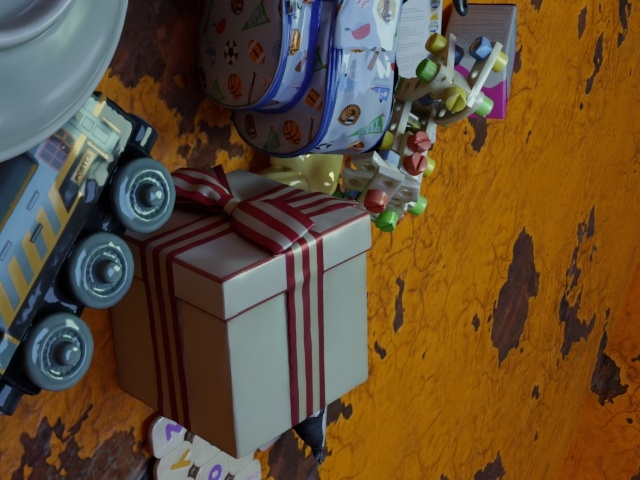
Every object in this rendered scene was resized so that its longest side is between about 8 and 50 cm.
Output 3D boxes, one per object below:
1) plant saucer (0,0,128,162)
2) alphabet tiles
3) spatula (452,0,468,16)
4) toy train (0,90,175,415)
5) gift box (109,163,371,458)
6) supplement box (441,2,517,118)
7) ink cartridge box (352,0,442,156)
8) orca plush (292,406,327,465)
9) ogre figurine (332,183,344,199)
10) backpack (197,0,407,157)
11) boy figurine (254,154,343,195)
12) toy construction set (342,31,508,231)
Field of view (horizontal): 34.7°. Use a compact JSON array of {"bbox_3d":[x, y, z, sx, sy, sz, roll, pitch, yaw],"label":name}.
[{"bbox_3d":[-0.296,-0.253,0.803,0.400,0.100,0.401,-3,95,-45],"label":"plant saucer"},{"bbox_3d":[-0.137,0.256,1.402,0.278,0.021,0.284,-33,127,-49],"label":"alphabet tiles"},{"bbox_3d":[0.171,-0.484,1.562,0.084,0.030,0.297,-29,99,-50],"label":"spatula"},{"bbox_3d":[-0.278,-0.004,0.988,0.190,0.142,0.334,42,66,-42],"label":"toy train"},{"bbox_3d":[-0.090,0.049,1.194,0.276,0.255,0.258,-30,127,-43],"label":"gift box"},{"bbox_3d":[0.264,-0.302,1.705,0.220,0.113,0.111,-70,159,-53],"label":"supplement box"},{"bbox_3d":[0.122,-0.291,1.592,0.185,0.065,0.311,-23,121,-53],"label":"ink cartridge box"},{"bbox_3d":[-0.038,0.187,1.449,0.287,0.102,0.151,91,7,-48],"label":"orca plush"},{"bbox_3d":[0.000,0.000,1.467,0.197,0.097,0.118,-37,143,-32],"label":"ogre figurine"},{"bbox_3d":[-0.020,-0.227,1.200,0.213,0.276,0.264,-11,104,-28],"label":"backpack"},{"bbox_3d":[-0.016,-0.123,1.400,0.285,0.092,0.177,-63,146,-22],"label":"boy figurine"},{"bbox_3d":[0.130,-0.135,1.422,0.151,0.215,0.328,43,54,-14],"label":"toy construction set"}]
